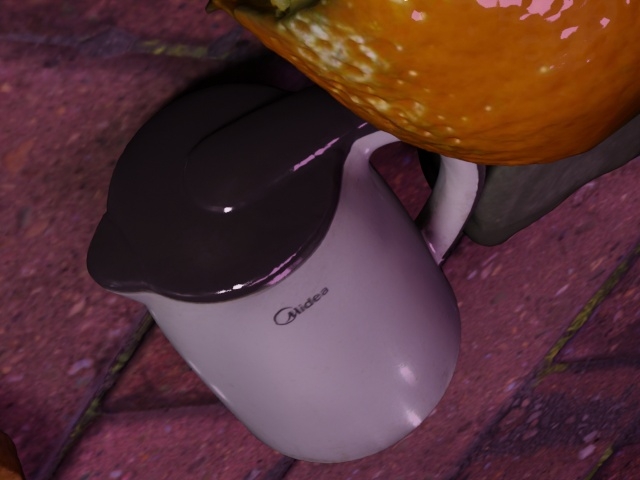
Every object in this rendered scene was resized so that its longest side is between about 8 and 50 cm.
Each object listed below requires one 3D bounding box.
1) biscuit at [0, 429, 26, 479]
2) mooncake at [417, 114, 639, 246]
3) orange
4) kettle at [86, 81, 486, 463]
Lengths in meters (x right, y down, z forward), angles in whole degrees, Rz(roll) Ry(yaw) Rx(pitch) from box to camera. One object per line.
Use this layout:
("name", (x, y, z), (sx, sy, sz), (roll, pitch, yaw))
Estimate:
("biscuit", (-0.314, 0.185, 1.071), (0.257, 0.049, 0.273), (-44, 148, 18))
("mooncake", (0.143, -0.079, 1.126), (0.175, 0.104, 0.168), (-9, 137, -42))
("orange", (0.109, -0.155, 0.820), (0.263, 0.196, 0.334), (-57, 166, 4))
("kettle", (0.000, 0.000, 1.028), (0.221, 0.161, 0.236), (-32, 147, 3))
